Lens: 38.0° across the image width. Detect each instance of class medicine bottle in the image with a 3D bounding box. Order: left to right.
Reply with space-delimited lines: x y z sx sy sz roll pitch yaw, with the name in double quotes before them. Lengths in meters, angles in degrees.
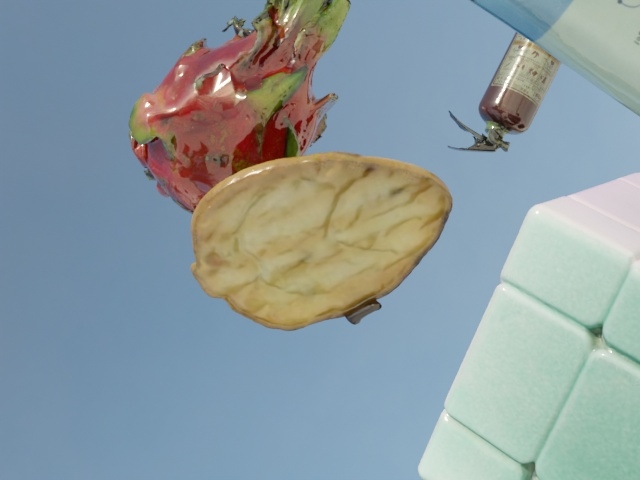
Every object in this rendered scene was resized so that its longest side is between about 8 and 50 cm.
"medicine bottle" 0.147 -0.098 0.386 0.090 0.208 0.054 -57 6 6

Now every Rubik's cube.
"Rubik's cube" 0.341 0.148 0.921 0.319 0.316 0.322 -15 -51 -54

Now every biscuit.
"biscuit" 0.000 -0.003 0.884 0.041 0.260 0.203 -93 -21 -55

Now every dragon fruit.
"dragon fruit" -0.085 -0.151 0.989 0.198 0.200 0.269 31 -103 -44

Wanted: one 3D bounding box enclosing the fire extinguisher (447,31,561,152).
"fire extinguisher" 0.238 -0.203 1.163 0.231 0.099 0.071 -61 4 -5
